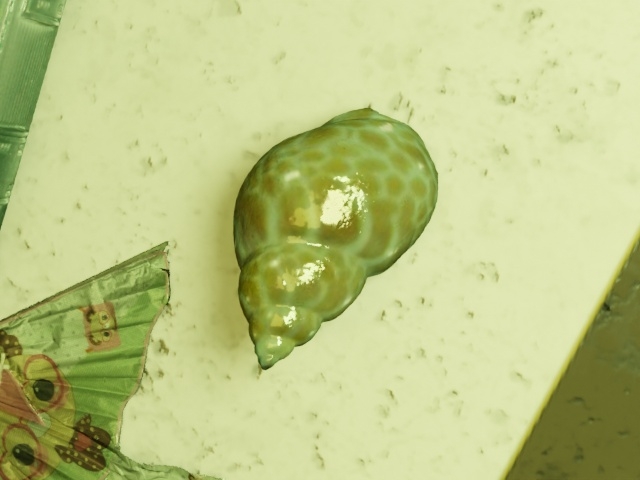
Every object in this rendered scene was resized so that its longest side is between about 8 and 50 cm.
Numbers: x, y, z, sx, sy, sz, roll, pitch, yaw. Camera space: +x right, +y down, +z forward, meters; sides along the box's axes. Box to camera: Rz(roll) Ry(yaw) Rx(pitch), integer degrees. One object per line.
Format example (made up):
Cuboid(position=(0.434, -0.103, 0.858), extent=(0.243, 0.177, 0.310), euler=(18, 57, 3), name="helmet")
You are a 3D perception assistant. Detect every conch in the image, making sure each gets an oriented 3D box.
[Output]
Cuboid(position=(0.002, -0.015, 0.960), extent=(0.173, 0.106, 0.116), euler=(-34, 101, 0), name="conch")

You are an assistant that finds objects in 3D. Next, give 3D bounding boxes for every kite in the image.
Cuboid(position=(-0.192, 0.140, 1.060), extent=(0.267, 0.013, 0.323), euler=(21, 97, 15), name="kite")

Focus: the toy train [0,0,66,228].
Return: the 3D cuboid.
Cuboid(position=(-0.229, -0.163, 1.026), extent=(0.089, 0.086, 0.409), euler=(19, 96, 13), name="toy train")
